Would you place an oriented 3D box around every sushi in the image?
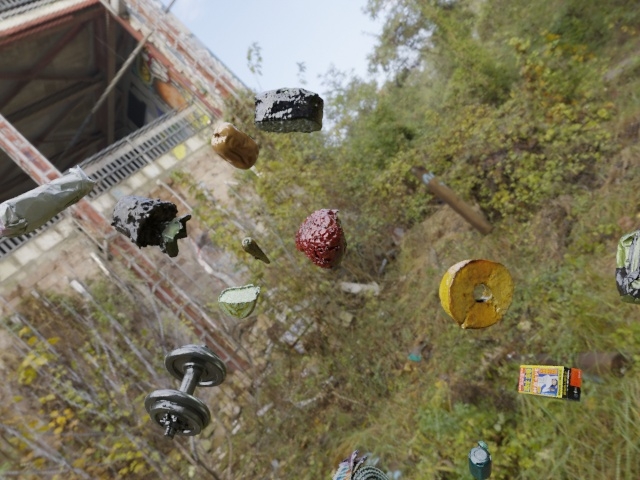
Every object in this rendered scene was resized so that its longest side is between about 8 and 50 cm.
[{"bbox_3d":[-0.101,-0.413,1.438,0.124,0.224,0.127,34,-122,-79],"label":"sushi"}]

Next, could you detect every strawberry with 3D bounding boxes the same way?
[{"bbox_3d":[0.000,0.000,1.925,0.220,0.275,0.274,-11,4,5],"label":"strawberry"}]

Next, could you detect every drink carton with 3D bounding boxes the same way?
[{"bbox_3d":[0.536,0.333,1.063,0.166,0.056,0.071,125,156,-73],"label":"drink carton"}]

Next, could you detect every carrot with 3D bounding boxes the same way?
[{"bbox_3d":[-0.211,0.043,1.529,0.049,0.049,0.254,-46,-21,-5],"label":"carrot"}]

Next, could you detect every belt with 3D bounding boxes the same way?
[{"bbox_3d":[0.136,0.832,1.396,0.160,0.206,0.295,-45,21,40],"label":"belt"}]

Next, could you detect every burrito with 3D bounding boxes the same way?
[{"bbox_3d":[-0.463,-0.064,0.760,0.064,0.064,0.203,-46,10,33],"label":"burrito"}]

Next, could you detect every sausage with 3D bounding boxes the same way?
[{"bbox_3d":[-0.353,-0.389,1.880,0.241,0.120,0.136,38,-112,-50],"label":"sausage"}]

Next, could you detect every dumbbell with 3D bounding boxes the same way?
[{"bbox_3d":[-0.382,0.424,1.299,0.192,0.192,0.290,-46,20,37],"label":"dumbbell"}]

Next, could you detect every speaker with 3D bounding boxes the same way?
[{"bbox_3d":[0.443,0.596,1.238,0.060,0.076,0.094,13,36,38],"label":"speaker"}]

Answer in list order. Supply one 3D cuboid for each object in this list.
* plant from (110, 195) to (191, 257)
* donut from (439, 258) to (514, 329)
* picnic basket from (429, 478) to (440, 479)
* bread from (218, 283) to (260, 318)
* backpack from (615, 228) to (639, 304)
[{"bbox_3d":[-0.448,-0.043,1.216,0.131,0.203,0.143,-6,-70,-77],"label":"plant"},{"bbox_3d":[0.371,0.124,1.098,0.190,0.175,0.074,-14,8,-18],"label":"donut"},{"bbox_3d":[0.210,0.480,0.710,0.055,0.110,0.193,-62,2,20],"label":"picnic basket"},{"bbox_3d":[-0.276,0.230,1.625,0.156,0.111,0.103,-5,28,20],"label":"bread"},{"bbox_3d":[1.073,0.083,1.466,0.140,0.206,0.254,40,-131,-74],"label":"backpack"}]
